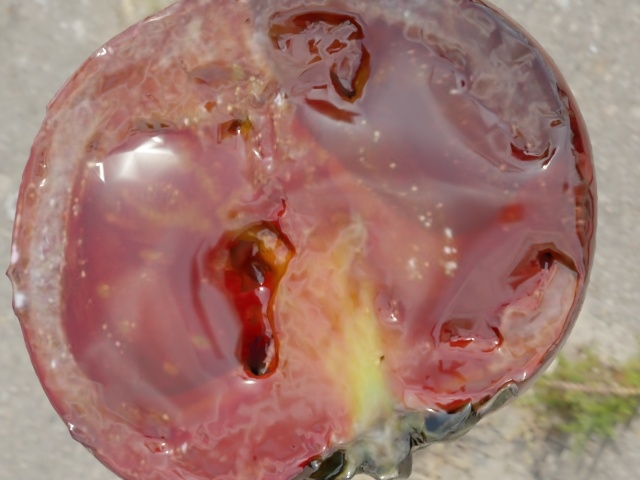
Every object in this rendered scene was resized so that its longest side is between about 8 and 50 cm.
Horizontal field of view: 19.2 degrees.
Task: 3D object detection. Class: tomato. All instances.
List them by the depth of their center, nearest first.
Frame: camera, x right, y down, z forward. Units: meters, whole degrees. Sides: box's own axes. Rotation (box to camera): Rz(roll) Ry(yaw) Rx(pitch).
[{"bbox_3d":[0.000,0.000,0.527,0.159,0.091,0.139,-26,83,7],"label":"tomato"}]
